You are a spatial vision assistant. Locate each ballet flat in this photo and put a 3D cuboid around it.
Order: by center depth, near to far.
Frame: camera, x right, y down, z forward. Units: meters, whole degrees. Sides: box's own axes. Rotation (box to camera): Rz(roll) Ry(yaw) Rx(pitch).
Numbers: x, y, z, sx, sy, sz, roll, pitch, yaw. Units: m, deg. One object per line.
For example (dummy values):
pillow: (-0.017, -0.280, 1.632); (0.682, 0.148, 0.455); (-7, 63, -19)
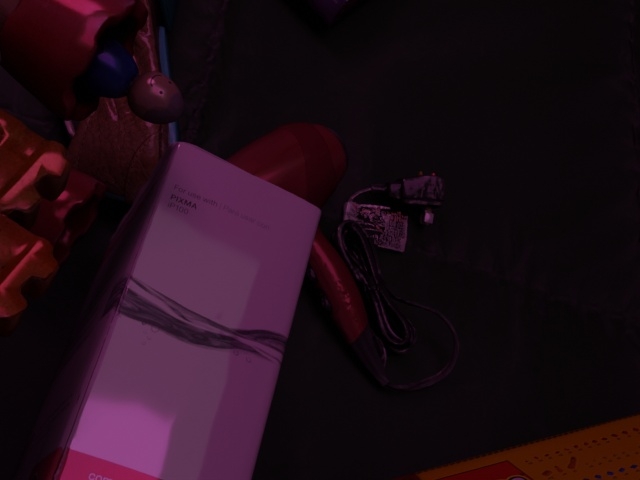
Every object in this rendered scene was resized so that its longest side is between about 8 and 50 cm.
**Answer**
ballet flat: (-0.181, -0.188, 0.836); (0.124, 0.116, 0.342); (-1, 68, -4)

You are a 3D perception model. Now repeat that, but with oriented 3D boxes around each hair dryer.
hair dryer: (0.000, 0.000, 0.829); (0.293, 0.080, 0.223); (12, 60, -21)

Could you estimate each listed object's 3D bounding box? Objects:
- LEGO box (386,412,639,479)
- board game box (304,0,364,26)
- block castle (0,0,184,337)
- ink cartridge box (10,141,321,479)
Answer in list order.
LEGO box: (0.248, 0.313, 0.614); (0.500, 0.193, 0.372); (-6, 110, -29)
board game box: (-0.050, -0.399, 1.017); (0.347, 0.056, 0.208); (45, 52, 0)
block castle: (-0.275, 0.044, 0.542); (0.213, 0.303, 0.453); (32, 55, -1)
ink cartridge box: (-0.116, 0.106, 0.642); (0.117, 0.207, 0.283); (25, 58, -15)
